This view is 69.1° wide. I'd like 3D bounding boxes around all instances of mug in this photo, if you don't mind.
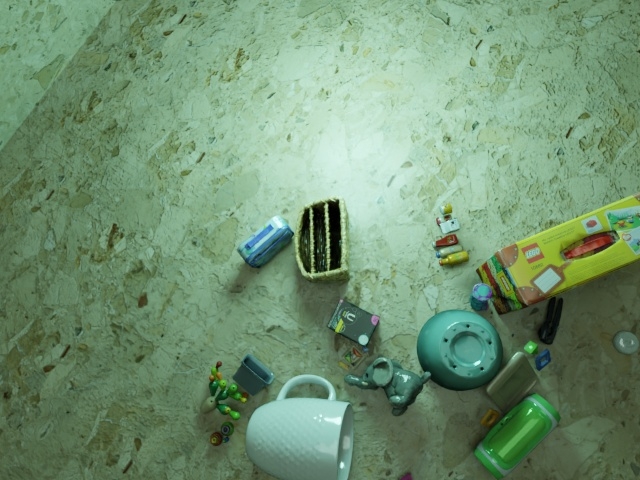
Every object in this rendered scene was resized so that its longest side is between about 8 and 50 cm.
[{"bbox_3d":[-0.063,0.642,1.611,0.328,0.276,0.374,1,47,15],"label":"mug"}]

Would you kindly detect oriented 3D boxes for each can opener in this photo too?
[{"bbox_3d":[0.833,0.286,1.666,0.059,0.073,0.186,24,72,20],"label":"can opener"}]

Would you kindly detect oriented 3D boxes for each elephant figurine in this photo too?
[{"bbox_3d":[0.231,0.489,1.654,0.186,0.169,0.239,-31,55,-30],"label":"elephant figurine"}]

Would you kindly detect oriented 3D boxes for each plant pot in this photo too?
[{"bbox_3d":[0.487,0.373,1.597,0.293,0.235,0.293,-2,76,7],"label":"plant pot"}]

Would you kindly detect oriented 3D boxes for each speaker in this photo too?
[{"bbox_3d":[0.660,0.657,1.565,0.296,0.131,0.131,-42,75,-4],"label":"speaker"}]

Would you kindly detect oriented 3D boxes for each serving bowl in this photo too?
[{"bbox_3d":[1.077,0.358,1.631,0.083,0.027,0.083,-2,76,8],"label":"serving bowl"}]

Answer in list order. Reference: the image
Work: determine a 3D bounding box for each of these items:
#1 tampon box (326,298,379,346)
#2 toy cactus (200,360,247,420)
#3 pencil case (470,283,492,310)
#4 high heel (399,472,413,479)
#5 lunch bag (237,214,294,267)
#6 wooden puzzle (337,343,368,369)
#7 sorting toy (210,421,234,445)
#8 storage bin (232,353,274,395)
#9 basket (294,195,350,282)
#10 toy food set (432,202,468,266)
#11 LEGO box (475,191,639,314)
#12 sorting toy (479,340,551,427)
[{"bbox_3d":[0.124,0.307,1.727,0.161,0.101,0.120,25,82,12],"label":"tampon box"},{"bbox_3d":[-0.376,0.583,1.742,0.180,0.112,0.219,-39,77,17],"label":"toy cactus"},{"bbox_3d":[0.575,0.206,1.667,0.070,0.152,0.064,33,79,23],"label":"pencil case"},{"bbox_3d":[0.351,0.920,1.575,0.244,0.082,0.117,41,75,18],"label":"high heel"},{"bbox_3d":[-0.211,0.008,1.803,0.219,0.176,0.090,-41,75,-4],"label":"lunch bag"},{"bbox_3d":[0.124,0.438,1.742,0.078,0.014,0.116,36,83,13],"label":"wooden puzzle"},{"bbox_3d":[-0.367,0.724,1.723,0.102,0.042,0.061,-44,76,-4],"label":"sorting toy"},{"bbox_3d":[-0.256,0.505,1.737,0.135,0.098,0.091,41,104,1],"label":"storage bin"},{"bbox_3d":[0.000,0.000,1.754,0.213,0.223,0.299,-2,77,7],"label":"basket"},{"bbox_3d":[0.468,-0.015,1.754,0.104,0.111,0.232,-15,78,3],"label":"toy food set"},{"bbox_3d":[0.825,0.059,1.557,0.500,0.372,0.193,-22,75,1],"label":"LEGO box"},{"bbox_3d":[0.654,0.489,1.602,0.348,0.196,0.047,-46,35,-5],"label":"sorting toy"}]
